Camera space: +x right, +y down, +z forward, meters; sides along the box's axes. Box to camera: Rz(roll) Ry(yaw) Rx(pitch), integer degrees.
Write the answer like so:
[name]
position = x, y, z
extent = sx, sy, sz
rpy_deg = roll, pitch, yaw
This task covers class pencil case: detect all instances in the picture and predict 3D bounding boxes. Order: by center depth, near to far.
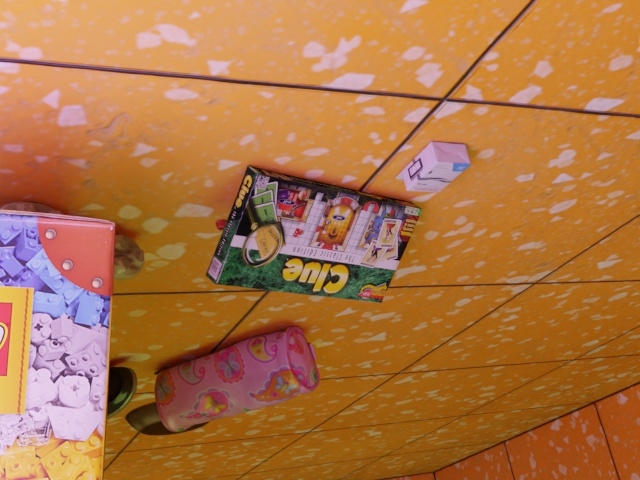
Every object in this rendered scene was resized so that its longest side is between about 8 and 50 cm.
[pencil case]
position = -0.146, 0.237, 1.492
extent = 0.284, 0.124, 0.124
rpy_deg = -21, 155, 21

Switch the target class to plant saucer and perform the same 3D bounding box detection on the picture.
[plant saucer]
position = -0.303, 0.370, 1.820
extent = 0.199, 0.036, 0.198
rpy_deg = -10, 158, -4

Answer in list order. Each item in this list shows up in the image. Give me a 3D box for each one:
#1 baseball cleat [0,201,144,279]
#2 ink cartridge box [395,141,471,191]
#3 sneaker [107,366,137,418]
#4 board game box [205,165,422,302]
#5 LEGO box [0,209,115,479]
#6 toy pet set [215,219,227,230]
[baseball cleat]
position = -0.292, 0.017, 0.963
extent = 0.110, 0.072, 0.206
rpy_deg = -20, 154, 28
[ink cartridge box]
position = 0.127, -0.079, 1.001
extent = 0.048, 0.028, 0.083
rpy_deg = 1, 154, -28
[sneaker]
position = -0.416, 0.254, 1.434
extent = 0.222, 0.083, 0.118
rpy_deg = -20, 156, 20
[board game box]
position = 0.000, 0.000, 1.025
extent = 0.260, 0.030, 0.136
rpy_deg = 9, 112, -41
[LEGO box]
position = -0.326, 0.202, 0.823
extent = 0.193, 0.372, 0.500
rpy_deg = 5, 168, -19
[toy pet set]
position = -0.062, 0.018, 1.084
extent = 0.114, 0.065, 0.122
rpy_deg = -12, 158, 0
